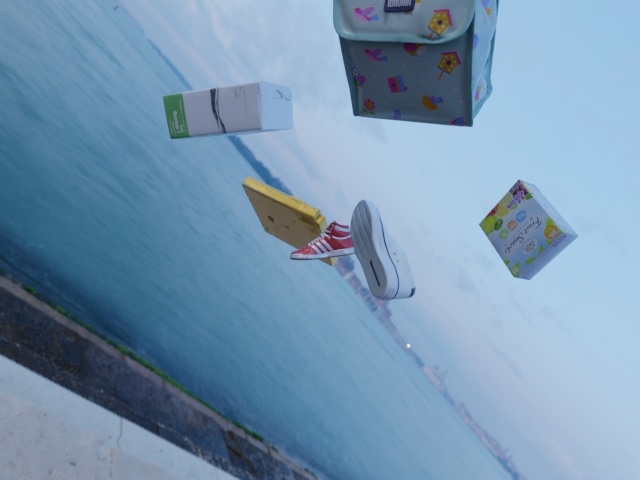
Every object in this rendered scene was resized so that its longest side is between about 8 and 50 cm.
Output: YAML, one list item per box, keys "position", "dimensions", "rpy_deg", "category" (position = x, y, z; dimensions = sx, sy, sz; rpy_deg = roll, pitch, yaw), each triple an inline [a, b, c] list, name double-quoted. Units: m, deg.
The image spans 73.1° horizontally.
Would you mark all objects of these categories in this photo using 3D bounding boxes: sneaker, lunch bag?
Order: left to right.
- position: [0.000, 0.000, 0.781]
  dimensions: [0.042, 0.118, 0.067]
  rpy_deg: [174, -92, -82]
  category: "sneaker"
- position: [0.132, 0.022, 0.938]
  dimensions: [0.091, 0.094, 0.258]
  rpy_deg: [13, 48, -29]
  category: "sneaker"
- position: [0.146, -0.321, 0.656]
  dimensions: [0.223, 0.160, 0.262]
  rpy_deg: [16, -35, 29]
  category: "lunch bag"

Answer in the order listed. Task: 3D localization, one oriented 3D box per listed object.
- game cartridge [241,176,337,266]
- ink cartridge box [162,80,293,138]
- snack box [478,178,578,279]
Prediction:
- position: [-0.098, -0.063, 1.478]
  dimensions: [0.323, 0.053, 0.285]
  rpy_deg: [26, -25, 26]
  category: "game cartridge"
- position: [-0.185, -0.268, 0.905]
  dimensions: [0.160, 0.219, 0.093]
  rpy_deg: [-35, 123, -64]
  category: "ink cartridge box"
- position: [0.541, -0.029, 1.147]
  dimensions: [0.070, 0.174, 0.207]
  rpy_deg: [9, 41, -27]
  category: "snack box"
